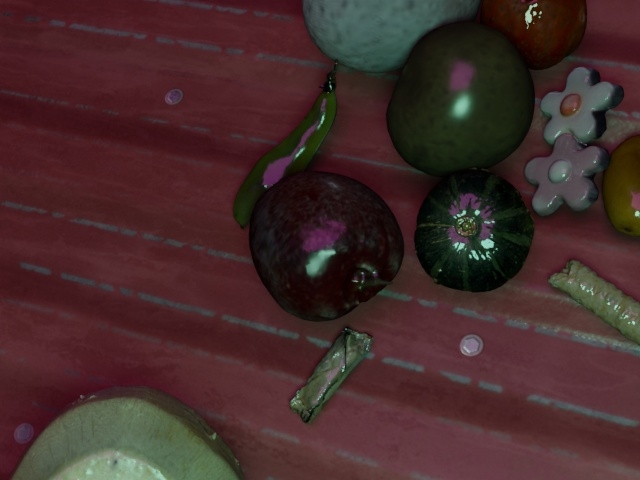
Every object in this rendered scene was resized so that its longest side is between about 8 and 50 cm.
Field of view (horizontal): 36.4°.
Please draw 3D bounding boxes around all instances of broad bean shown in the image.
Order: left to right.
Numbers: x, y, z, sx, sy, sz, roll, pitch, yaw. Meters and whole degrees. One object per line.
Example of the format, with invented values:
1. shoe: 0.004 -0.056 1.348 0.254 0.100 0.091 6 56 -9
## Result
1. broad bean: -0.046 -0.156 1.666 0.325 0.075 0.067 -55 21 0

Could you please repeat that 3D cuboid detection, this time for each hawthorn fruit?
1. hawthorn fruit: 0.356 -0.390 1.608 0.179 0.200 0.179 2 34 -1

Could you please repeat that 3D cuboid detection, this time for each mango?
1. mango: 0.488 -0.091 1.506 0.102 0.085 0.184 1 60 16

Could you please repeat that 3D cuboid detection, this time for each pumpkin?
1. pumpkin: 0.235 -0.014 1.495 0.190 0.146 0.190 3 101 16

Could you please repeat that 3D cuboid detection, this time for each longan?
1. longan: 0.225 -0.224 1.550 0.246 0.215 0.245 -1 92 -23

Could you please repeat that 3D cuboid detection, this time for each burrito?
1. burrito: 0.015 0.206 1.509 0.051 0.042 0.171 31 79 28

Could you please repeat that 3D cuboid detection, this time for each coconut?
1. coconut: -0.264 0.377 1.344 0.347 0.360 0.346 0 88 -5

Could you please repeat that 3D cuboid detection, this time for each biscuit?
1. biscuit: 0.440 0.104 1.440 0.061 0.055 0.219 -36 58 -26

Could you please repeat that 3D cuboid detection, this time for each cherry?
1. cherry: 0.000 0.000 1.524 0.230 0.203 0.300 -40 48 -4
2. cherry: 0.112 -0.443 1.627 0.326 0.335 0.291 -37 62 0

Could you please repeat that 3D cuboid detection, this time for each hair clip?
1. hair clip: 0.405 -0.159 1.562 0.146 0.075 0.257 4 63 40
